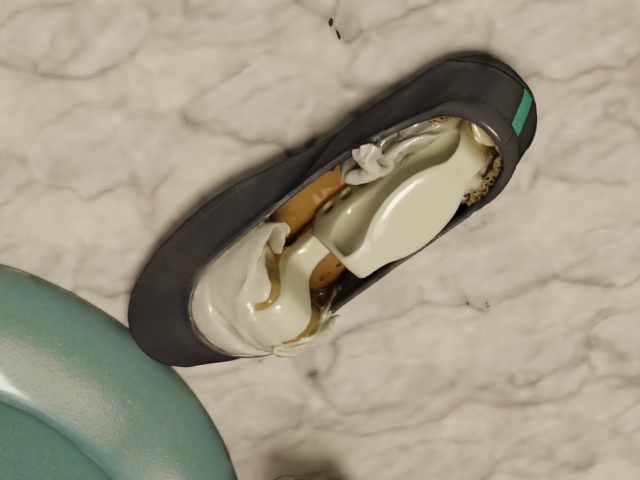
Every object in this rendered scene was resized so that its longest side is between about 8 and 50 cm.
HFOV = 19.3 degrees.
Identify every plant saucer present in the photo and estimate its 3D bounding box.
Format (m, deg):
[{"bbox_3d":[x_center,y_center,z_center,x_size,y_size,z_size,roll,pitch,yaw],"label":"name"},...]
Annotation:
[{"bbox_3d":[-0.193,0.146,0.851,0.317,0.044,0.318,-1,121,-2],"label":"plant saucer"}]

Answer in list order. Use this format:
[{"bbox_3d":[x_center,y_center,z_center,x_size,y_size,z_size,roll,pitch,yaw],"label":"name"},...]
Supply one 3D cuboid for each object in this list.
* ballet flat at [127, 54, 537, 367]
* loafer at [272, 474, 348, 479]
[{"bbox_3d":[0.000,0.000,0.750,0.203,0.074,0.074,-35,116,18],"label":"ballet flat"},{"bbox_3d":[0.053,0.194,0.859,0.092,0.102,0.268,-22,129,10],"label":"loafer"}]
